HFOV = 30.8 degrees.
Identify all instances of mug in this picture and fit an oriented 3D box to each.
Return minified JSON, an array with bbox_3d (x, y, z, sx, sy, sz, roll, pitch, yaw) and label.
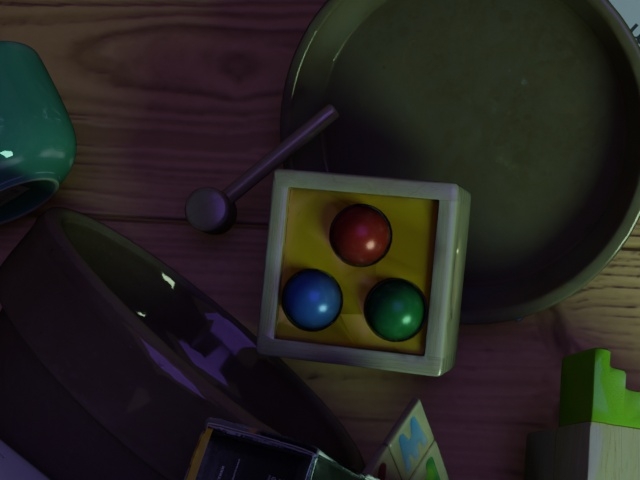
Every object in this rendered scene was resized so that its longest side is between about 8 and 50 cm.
[{"bbox_3d":[-0.249,-0.062,0.848,0.129,0.158,0.097,-21,77,-35],"label":"mug"}]

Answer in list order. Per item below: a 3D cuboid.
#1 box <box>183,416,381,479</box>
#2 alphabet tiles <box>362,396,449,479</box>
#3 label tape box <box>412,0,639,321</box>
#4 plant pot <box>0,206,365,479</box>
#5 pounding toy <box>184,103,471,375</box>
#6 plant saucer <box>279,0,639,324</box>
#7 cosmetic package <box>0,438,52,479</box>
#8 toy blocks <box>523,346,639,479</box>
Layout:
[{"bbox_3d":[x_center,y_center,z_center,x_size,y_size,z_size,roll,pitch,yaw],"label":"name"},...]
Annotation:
[{"bbox_3d":[-0.014,0.281,0.587,0.079,0.257,0.322,8,72,38],"label":"box"},{"bbox_3d":[0.027,0.246,0.710,0.009,0.198,0.237,10,46,35],"label":"alphabet tiles"},{"bbox_3d":[0.182,-0.142,0.902,0.240,0.106,0.334,42,75,9],"label":"label tape box"},{"bbox_3d":[-0.138,0.147,0.741,0.263,0.263,0.229,39,93,8],"label":"plant pot"},{"bbox_3d":[-0.005,-0.010,0.809,0.206,0.094,0.181,6,90,13],"label":"pounding toy"},{"bbox_3d":[0.104,-0.077,0.844,0.278,0.041,0.278,4,101,21],"label":"plant saucer"},{"bbox_3d":[-0.233,0.216,0.601,0.224,0.138,0.224,35,109,6],"label":"cosmetic package"},{"bbox_3d":[0.264,0.283,0.761,0.261,0.191,0.381,10,73,-13],"label":"toy blocks"}]
